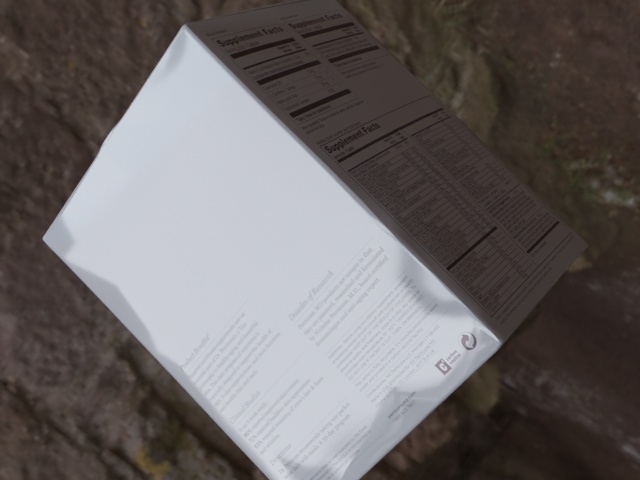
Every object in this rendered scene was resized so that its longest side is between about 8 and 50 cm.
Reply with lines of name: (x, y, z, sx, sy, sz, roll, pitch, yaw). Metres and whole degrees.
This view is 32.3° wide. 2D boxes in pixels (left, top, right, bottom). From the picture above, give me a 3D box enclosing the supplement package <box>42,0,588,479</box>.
supplement package: (0.000, 0.000, 0.753, 0.262, 0.199, 0.198, 45, -148, 8)
